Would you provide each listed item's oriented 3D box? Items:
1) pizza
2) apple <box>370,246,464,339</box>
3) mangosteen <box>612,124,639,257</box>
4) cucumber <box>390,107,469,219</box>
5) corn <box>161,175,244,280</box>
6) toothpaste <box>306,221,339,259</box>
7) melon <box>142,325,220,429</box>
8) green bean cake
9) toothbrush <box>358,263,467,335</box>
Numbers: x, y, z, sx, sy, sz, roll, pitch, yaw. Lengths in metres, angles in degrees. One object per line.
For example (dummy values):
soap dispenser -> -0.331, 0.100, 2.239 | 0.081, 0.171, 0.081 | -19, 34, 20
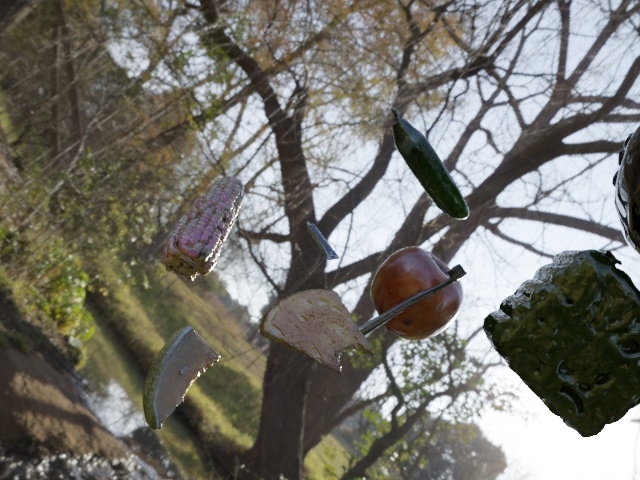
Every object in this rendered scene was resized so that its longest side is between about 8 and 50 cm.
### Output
pizza -> 0.004, 0.185, 1.092 | 0.262, 0.181, 0.034 | 28, -36, 36
apple -> 0.240, 0.146, 1.350 | 0.253, 0.253, 0.253 | 42, -18, 17
mangosteen -> 0.734, -0.079, 0.876 | 0.435, 0.382, 0.382 | 30, -24, 42
cucumber -> 0.186, -0.125, 0.916 | 0.250, 0.056, 0.056 | 50, -17, -17
corn -> -0.278, -0.045, 1.290 | 0.127, 0.335, 0.126 | 7, -48, 8
toothpaste -> 0.000, 0.000, 1.907 | 0.197, 0.057, 0.034 | 54, -50, 31
melon -> -0.277, 0.252, 0.976 | 0.098, 0.182, 0.054 | 47, -41, -9
green bean cake -> 0.446, 0.169, 0.900 | 0.250, 0.247, 0.156 | 48, 6, 5
toothbrush -> 0.202, 0.137, 1.182 | 0.030, 0.297, 0.030 | 60, -7, -4
